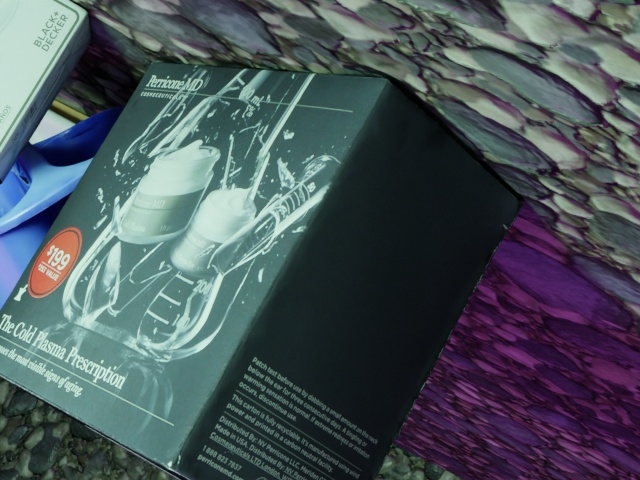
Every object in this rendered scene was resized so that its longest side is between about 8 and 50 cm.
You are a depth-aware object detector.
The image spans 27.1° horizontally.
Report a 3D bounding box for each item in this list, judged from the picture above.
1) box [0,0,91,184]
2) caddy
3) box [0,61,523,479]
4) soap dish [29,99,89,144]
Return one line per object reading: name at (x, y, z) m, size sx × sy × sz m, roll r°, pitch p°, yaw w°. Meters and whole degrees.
box at (-0.369, -0.196, 1.171) m, size 0.290 × 0.169 × 0.087 m, roll 29°, pitch 170°, yaw -3°
caddy at (-0.264, -0.037, 1.327) m, size 0.179 × 0.241 × 0.341 m, roll 58°, pitch 168°, yaw -17°
box at (-0.071, 0.035, 1.067) m, size 0.179 × 0.312 × 0.343 m, roll 39°, pitch 164°, yaw -35°
soap dish at (-0.283, -0.025, 1.566) m, size 0.291 × 0.229 × 0.118 m, roll 27°, pitch -176°, yaw 10°
